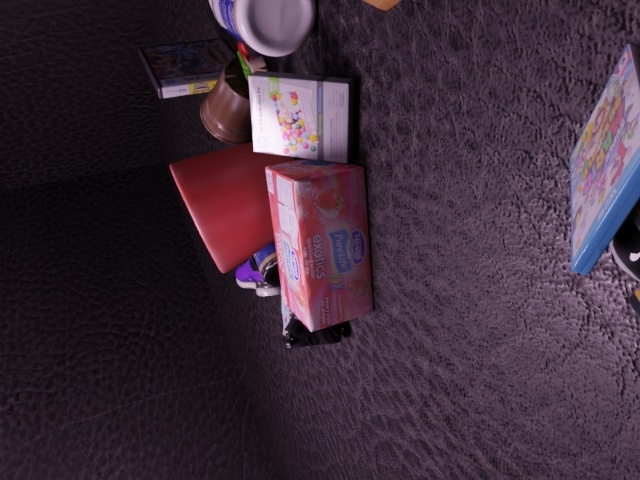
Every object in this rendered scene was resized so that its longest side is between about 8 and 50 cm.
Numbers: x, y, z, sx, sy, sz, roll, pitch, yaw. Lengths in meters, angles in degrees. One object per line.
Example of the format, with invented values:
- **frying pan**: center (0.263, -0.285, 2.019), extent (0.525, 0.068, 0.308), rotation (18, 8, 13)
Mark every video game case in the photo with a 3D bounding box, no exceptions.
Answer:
- **video game case**: center (0.230, -0.069, 0.421), extent (0.166, 0.015, 0.119), rotation (-63, -13, -45)
- **video game case**: center (-0.349, -0.482, 1.456), extent (0.035, 0.248, 0.275), rotation (94, 153, -42)

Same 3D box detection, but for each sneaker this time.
- **sneaker**: center (-0.187, 0.074, 1.624), extent (0.293, 0.102, 0.146), rotation (11, 109, 62)

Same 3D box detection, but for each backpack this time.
- **backpack**: center (-0.029, 0.144, 1.196), extent (0.115, 0.152, 0.181), rotation (164, 102, -64)

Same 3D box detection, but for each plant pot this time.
- **plant pot**: center (-0.194, -0.347, 1.294), extent (0.165, 0.167, 0.167), rotation (-41, 65, 58)
- **plant pot**: center (-0.165, -0.095, 1.181), extent (0.275, 0.243, 0.275), rotation (63, 172, 16)

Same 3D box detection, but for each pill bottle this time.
- **pill bottle**: center (-0.127, -0.465, 1.038), extent (0.264, 0.153, 0.153), rotation (-130, 33, -50)
- **pill bottle**: center (-0.123, -0.004, 1.358), extent (0.122, 0.123, 0.219), rotation (103, 148, -50)

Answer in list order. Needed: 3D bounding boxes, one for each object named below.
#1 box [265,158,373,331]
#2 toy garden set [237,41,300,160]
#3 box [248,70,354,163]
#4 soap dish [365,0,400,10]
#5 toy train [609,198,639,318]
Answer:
- **box**: center (0.000, 0.000, 1.022), extent (0.154, 0.142, 0.299), rotation (-145, 45, -60)
- **toy garden set**: center (-0.097, -0.303, 1.101), extent (0.244, 0.049, 0.204), rotation (61, 176, 9)
- **box**: center (-0.034, -0.222, 0.949), extent (0.186, 0.038, 0.145), rotation (11, 123, 17)
- **soap dish**: center (0.080, -0.439, 0.578), extent (0.229, 0.118, 0.290), rotation (-175, 74, -68)
- **toy train**: center (0.291, -0.044, 0.287), extent (0.334, 0.142, 0.190), rotation (99, 163, -51)
